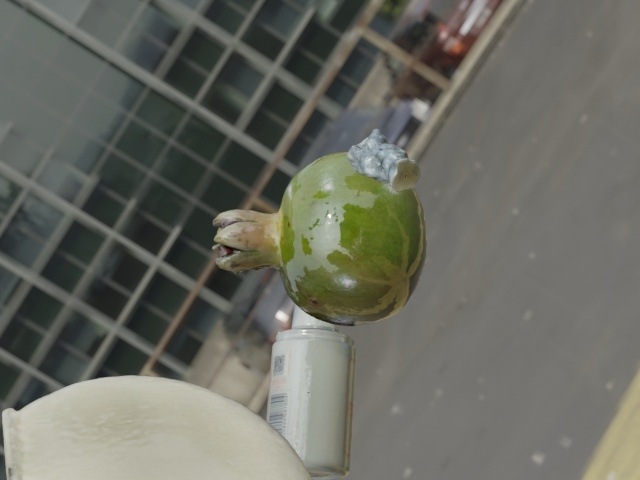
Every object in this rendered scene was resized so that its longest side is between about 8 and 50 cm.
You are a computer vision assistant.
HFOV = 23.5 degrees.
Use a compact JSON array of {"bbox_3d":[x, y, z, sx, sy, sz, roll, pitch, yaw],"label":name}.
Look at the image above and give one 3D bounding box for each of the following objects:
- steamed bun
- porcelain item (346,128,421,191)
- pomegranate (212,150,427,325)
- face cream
[{"bbox_3d":[-0.080,0.181,0.816,0.241,0.164,0.146,-114,21,-59],"label":"steamed bun"},{"bbox_3d":[0.048,-0.061,1.187,0.036,0.028,0.083,-49,31,0],"label":"porcelain item"},{"bbox_3d":[0.010,-0.007,1.529,0.179,0.210,0.179,-28,55,49],"label":"pomegranate"},{"bbox_3d":[-0.008,0.146,1.778,0.101,0.101,0.251,140,136,-65],"label":"face cream"}]
